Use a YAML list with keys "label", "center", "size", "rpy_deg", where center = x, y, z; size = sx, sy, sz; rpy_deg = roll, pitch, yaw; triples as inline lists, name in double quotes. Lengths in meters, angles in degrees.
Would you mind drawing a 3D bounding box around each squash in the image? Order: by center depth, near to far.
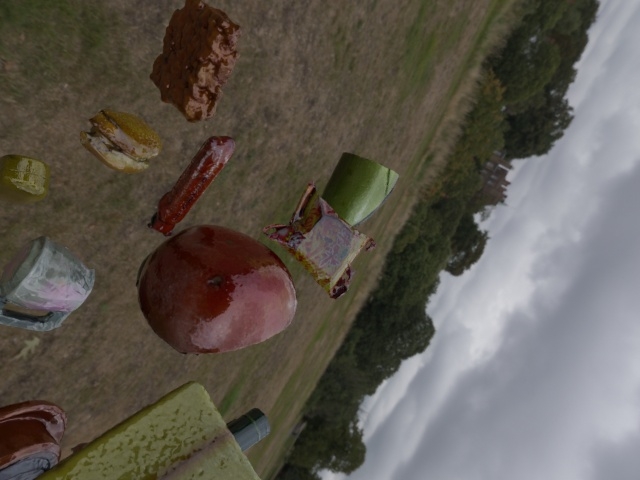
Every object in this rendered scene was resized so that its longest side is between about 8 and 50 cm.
- label: "squash"
  center: [0.118, -0.157, 1.645]
  size: [0.210, 0.234, 0.308]
  rpy_deg: [17, 97, -49]

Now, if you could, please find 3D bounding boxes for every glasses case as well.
- label: "glasses case"
  center: [-1.130, -0.214, 1.609]
  size: [0.173, 0.371, 0.141]
  rpy_deg: [11, 81, -49]

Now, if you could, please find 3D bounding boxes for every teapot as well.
- label: "teapot"
  center: [-0.658, 0.121, 1.035]
  size: [0.178, 0.163, 0.221]
  rpy_deg: [41, 64, -39]

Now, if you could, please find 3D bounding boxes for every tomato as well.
- label: "tomato"
  center: [-0.200, 0.064, 0.875]
  size: [0.338, 0.338, 0.143]
  rpy_deg: [-41, 149, -58]

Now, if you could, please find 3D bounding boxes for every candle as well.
- label: "candle"
  center: [-0.223, -0.077, 0.709]
  size: [0.051, 0.048, 0.329]
  rpy_deg: [-39, -175, -40]

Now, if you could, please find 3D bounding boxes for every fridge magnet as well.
- label: "fridge magnet"
  center: [-0.689, 0.479, 0.867]
  size: [0.363, 0.155, 0.363]
  rpy_deg: [-44, 159, -22]

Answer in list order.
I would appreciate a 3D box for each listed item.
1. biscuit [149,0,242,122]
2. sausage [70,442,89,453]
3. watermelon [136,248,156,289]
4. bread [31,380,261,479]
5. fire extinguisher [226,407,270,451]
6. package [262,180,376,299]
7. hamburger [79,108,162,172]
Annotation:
- label: "biscuit"
  center: [-0.371, -0.533, 1.268]
  size: [0.111, 0.318, 0.312]
  rpy_deg: [6, 124, -48]
- label: "sausage"
  center: [-0.561, 0.706, 1.228]
  size: [0.088, 0.433, 0.088]
  rpy_deg: [-51, 158, -30]
- label: "watermelon"
  center: [-0.499, 0.136, 1.500]
  size: [0.269, 0.269, 0.269]
  rpy_deg: [-55, 168, -17]
- label: "bread"
  center: [-0.290, 0.404, 0.609]
  size: [0.362, 0.233, 0.245]
  rpy_deg: [-17, 154, -51]
- label: "fire extinguisher"
  center: [-0.280, 0.579, 1.196]
  size: [0.294, 0.118, 0.093]
  rpy_deg: [-20, 140, -45]
- label: "package"
  center: [0.005, -0.004, 1.205]
  size: [0.223, 0.288, 0.108]
  rpy_deg: [-50, -163, -21]
- label: "hamburger"
  center: [-0.554, -0.263, 1.224]
  size: [0.144, 0.156, 0.283]
  rpy_deg: [-39, -174, 9]
